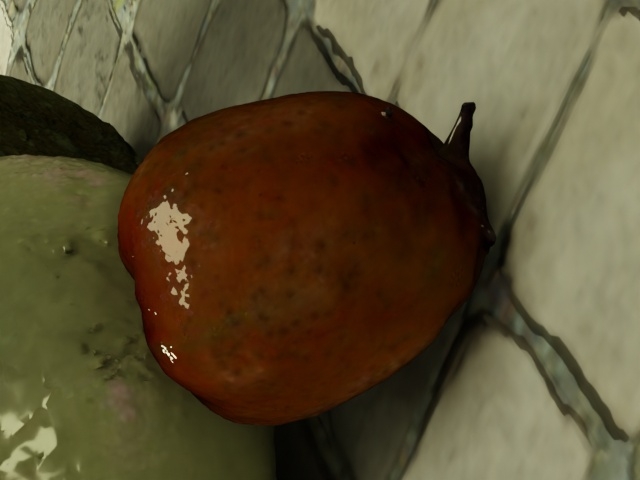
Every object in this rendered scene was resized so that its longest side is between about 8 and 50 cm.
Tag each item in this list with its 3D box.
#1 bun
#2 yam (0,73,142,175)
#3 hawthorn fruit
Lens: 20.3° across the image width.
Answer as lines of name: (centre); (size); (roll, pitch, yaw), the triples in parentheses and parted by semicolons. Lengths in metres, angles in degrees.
bun: (-0.109, 0.084, 0.544); (0.239, 0.141, 0.239); (-12, 75, 54)
yam: (-0.133, 0.014, 0.702); (0.183, 0.107, 0.107); (-55, 33, 36)
hawthorn fruit: (0.000, 0.000, 0.444); (0.081, 0.093, 0.081); (-18, -90, -80)
